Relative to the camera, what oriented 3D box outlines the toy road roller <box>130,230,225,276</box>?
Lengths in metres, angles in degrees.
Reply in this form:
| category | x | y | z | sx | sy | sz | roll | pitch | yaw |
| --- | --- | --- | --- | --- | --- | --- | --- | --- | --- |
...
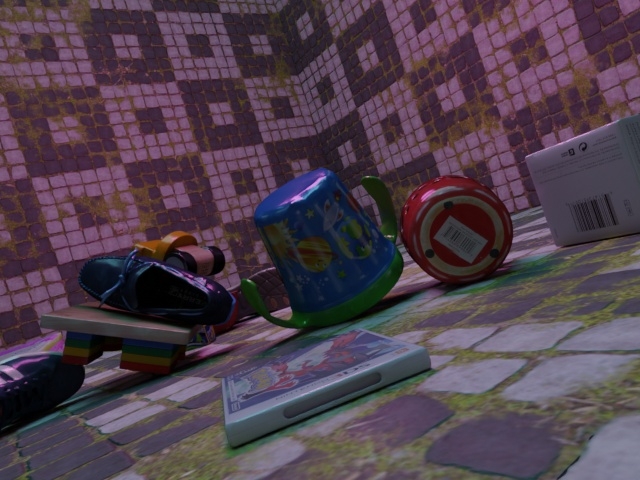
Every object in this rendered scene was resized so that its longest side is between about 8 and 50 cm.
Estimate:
| category | x | y | z | sx | sy | sz | roll | pitch | yaw |
| --- | --- | --- | --- | --- | --- | --- | --- | --- | --- |
| toy road roller | -0.465 | 0.130 | 1.527 | 0.241 | 0.329 | 0.202 | 22 | 14 | 20 |

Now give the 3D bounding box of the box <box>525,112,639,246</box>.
| category | x | y | z | sx | sy | sz | roll | pitch | yaw |
| --- | --- | --- | --- | --- | --- | --- | --- | --- | --- |
| box | 0.485 | -0.100 | 0.847 | 0.119 | 0.181 | 0.181 | -18 | -1 | -30 |

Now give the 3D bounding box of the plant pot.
| category | x | y | z | sx | sy | sz | roll | pitch | yaw |
| --- | --- | --- | --- | --- | --- | --- | --- | --- | --- |
| plant pot | 0.239 | -0.021 | 0.873 | 0.191 | 0.191 | 0.174 | -18 | 4 | 8 |

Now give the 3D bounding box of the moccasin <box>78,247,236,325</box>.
| category | x | y | z | sx | sy | sz | roll | pitch | yaw |
| --- | --- | --- | --- | --- | --- | --- | --- | --- | --- |
| moccasin | -0.338 | 0.082 | 0.987 | 0.342 | 0.137 | 0.117 | 6 | -15 | 12 |

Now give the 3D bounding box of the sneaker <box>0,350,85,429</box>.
| category | x | y | z | sx | sy | sz | roll | pitch | yaw |
| --- | --- | --- | --- | --- | --- | --- | --- | --- | --- |
| sneaker | -0.550 | 0.280 | 0.815 | 0.148 | 0.131 | 0.350 | 9 | 11 | 40 |

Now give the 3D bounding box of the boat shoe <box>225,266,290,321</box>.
| category | x | y | z | sx | sy | sz | roll | pitch | yaw |
| --- | --- | --- | --- | --- | --- | --- | --- | --- | --- |
| boat shoe | -0.194 | 0.164 | 1.534 | 0.356 | 0.132 | 0.130 | -17 | -1 | -1 |

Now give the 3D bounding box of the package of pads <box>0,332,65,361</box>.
| category | x | y | z | sx | sy | sz | roll | pitch | yaw |
| --- | --- | --- | --- | --- | --- | --- | --- | --- | --- |
| package of pads | -0.683 | 0.310 | 1.052 | 0.229 | 0.101 | 0.296 | -18 | 9 | -5 |

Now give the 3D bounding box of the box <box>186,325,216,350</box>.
| category | x | y | z | sx | sy | sz | roll | pitch | yaw |
| --- | --- | --- | --- | --- | --- | --- | --- | --- | --- |
| box | -0.347 | 0.246 | 1.209 | 0.169 | 0.054 | 0.059 | -18 | -1 | 7 |

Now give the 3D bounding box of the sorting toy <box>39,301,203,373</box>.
| category | x | y | z | sx | sy | sz | roll | pitch | yaw |
| --- | --- | --- | --- | --- | --- | --- | --- | --- | --- |
| sorting toy | -0.383 | 0.194 | 0.998 | 0.257 | 0.089 | 0.255 | 8 | -3 | -6 |

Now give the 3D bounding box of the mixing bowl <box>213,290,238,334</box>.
| category | x | y | z | sx | sy | sz | roll | pitch | yaw |
| --- | --- | --- | --- | --- | --- | --- | --- | --- | --- |
| mixing bowl | -0.303 | 0.212 | 1.375 | 0.182 | 0.098 | 0.181 | -18 | 0 | 0 |

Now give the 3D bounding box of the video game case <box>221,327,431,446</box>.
| category | x | y | z | sx | sy | sz | roll | pitch | yaw |
| --- | --- | --- | --- | --- | --- | --- | --- | --- | --- |
| video game case | -0.010 | 0.136 | 0.506 | 0.184 | 0.023 | 0.201 | -18 | -2 | -13 |

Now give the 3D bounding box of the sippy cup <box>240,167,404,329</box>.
| category | x | y | z | sx | sy | sz | roll | pitch | yaw |
| --- | --- | --- | --- | --- | --- | --- | --- | --- | --- |
| sippy cup | 0.000 | 0.000 | 0.903 | 0.240 | 0.224 | 0.305 | -22 | 22 | 26 |
